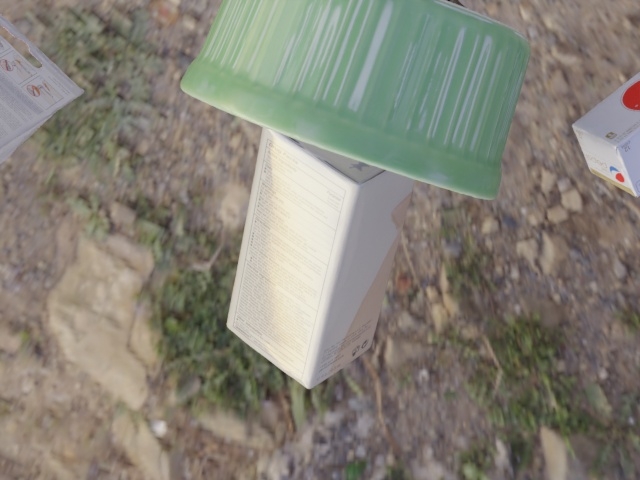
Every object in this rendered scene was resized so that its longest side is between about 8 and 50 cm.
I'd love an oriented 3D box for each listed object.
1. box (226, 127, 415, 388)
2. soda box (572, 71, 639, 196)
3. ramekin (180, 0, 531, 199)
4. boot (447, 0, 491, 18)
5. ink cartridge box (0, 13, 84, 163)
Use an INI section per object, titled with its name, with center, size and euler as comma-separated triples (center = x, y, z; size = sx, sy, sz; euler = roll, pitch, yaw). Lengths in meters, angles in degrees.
[box]
center = 0.000, 0.000, 1.694
size = 0.148, 0.121, 0.311
euler = 37, 135, 25
[soda box]
center = 0.356, -0.140, 1.455
size = 0.216, 0.074, 0.069
euler = -37, 125, -12
[ramekin]
center = 0.040, -0.157, 1.337
size = 0.304, 0.303, 0.148
euler = 19, 97, -5
[boot]
center = 0.099, -0.224, 1.610
size = 0.219, 0.082, 0.106
euler = -1, 154, 43
[ink cartridge box]
center = -0.386, -0.174, 1.631
size = 0.181, 0.224, 0.056
euler = 44, 118, -3
